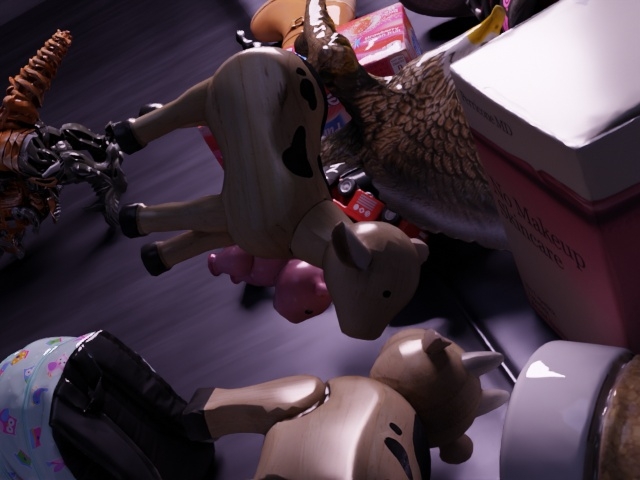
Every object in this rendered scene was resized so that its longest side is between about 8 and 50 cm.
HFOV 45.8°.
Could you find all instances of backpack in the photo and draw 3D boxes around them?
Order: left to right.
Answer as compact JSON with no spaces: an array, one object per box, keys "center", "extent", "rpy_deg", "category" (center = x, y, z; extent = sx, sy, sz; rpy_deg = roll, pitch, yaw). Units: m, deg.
[{"center":[-0.170,0.154,0.578],"extent":[0.115,0.182,0.152],"rpy_deg":[-14,39,21],"category":"backpack"}]

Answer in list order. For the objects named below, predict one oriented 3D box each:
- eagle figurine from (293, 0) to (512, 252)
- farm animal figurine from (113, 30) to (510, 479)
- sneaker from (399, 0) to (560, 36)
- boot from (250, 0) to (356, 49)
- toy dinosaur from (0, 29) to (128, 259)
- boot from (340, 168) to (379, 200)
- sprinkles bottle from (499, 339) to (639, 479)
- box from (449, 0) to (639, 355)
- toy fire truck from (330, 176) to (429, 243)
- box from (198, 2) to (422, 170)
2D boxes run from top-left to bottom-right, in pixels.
[{"center":[0.113,-0.108,0.678],"extent":[0.225,0.298,0.227],"rpy_deg":[-17,52,62],"category":"eagle figurine"},{"center":[0.010,0.085,0.411],"extent":[0.172,0.330,0.327],"rpy_deg":[-12,38,17],"category":"farm animal figurine"},{"center":[0.241,-0.305,0.855],"extent":[0.202,0.185,0.482],"rpy_deg":[-41,35,-22],"category":"sneaker"},{"center":[-0.042,-0.321,1.176],"extent":[0.197,0.073,0.152],"rpy_deg":[-11,43,29],"category":"boot"},{"center":[-0.368,-0.105,0.999],"extent":[0.322,0.218,0.164],"rpy_deg":[125,148,-44],"category":"toy dinosaur"},{"center":[0.066,-0.046,0.782],"extent":[0.121,0.045,0.099],"rpy_deg":[-36,40,-8],"category":"boot"},{"center":[0.268,0.130,0.349],"extent":[0.355,0.121,0.121],"rpy_deg":[5,48,39],"category":"sprinkles bottle"},{"center":[0.199,-0.027,0.494],"extent":[0.126,0.232,0.149],"rpy_deg":[-30,34,-2],"category":"box"},{"center":[0.000,0.000,0.748],"extent":[0.192,0.047,0.135],"rpy_deg":[36,93,38],"category":"toy fire truck"},{"center":[0.001,-0.160,0.897],"extent":[0.256,0.123,0.128],"rpy_deg":[-18,37,17],"category":"box"}]
